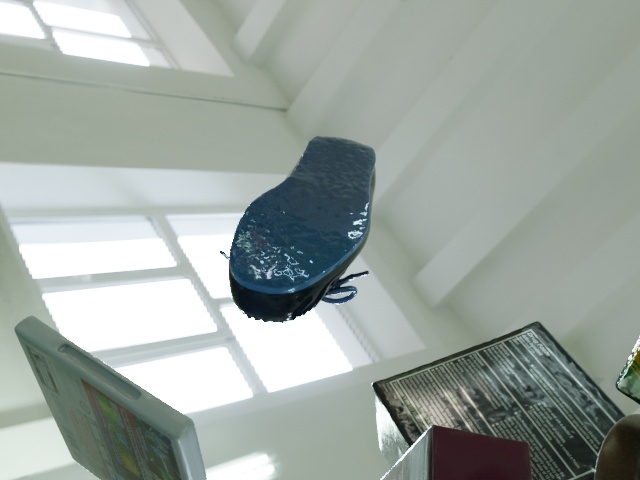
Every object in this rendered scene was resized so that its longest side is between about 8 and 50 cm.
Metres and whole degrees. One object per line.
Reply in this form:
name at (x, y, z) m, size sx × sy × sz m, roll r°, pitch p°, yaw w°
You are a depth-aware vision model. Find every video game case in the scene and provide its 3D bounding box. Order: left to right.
video game case at (-0.166, 0.171, 0.665) m, size 0.183 × 0.023 × 0.201 m, roll 25°, pitch -41°, yaw 26°

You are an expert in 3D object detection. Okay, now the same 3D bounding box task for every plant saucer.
plant saucer at (0.273, 0.220, 0.613) m, size 0.029 × 0.168 × 0.168 m, roll -22°, pitch -102°, yaw 46°

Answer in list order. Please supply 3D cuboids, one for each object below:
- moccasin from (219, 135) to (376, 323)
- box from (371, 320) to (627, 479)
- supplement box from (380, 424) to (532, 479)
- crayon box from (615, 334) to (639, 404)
moccasin at (0.000, 0.000, 0.824) m, size 0.138 × 0.342 × 0.116 m, roll 18°, pitch -59°, yaw 12°
box at (0.272, 0.312, 1.144) m, size 0.296 × 0.294 × 0.182 m, roll -123°, pitch -162°, yaw -50°
supplement box at (0.128, 0.267, 0.799) m, size 0.188 × 0.104 × 0.080 m, roll 113°, pitch -13°, yaw -52°
crayon box at (0.366, 0.128, 0.496) m, size 0.323 × 0.203 × 0.083 m, roll 34°, pitch -108°, yaw 25°
